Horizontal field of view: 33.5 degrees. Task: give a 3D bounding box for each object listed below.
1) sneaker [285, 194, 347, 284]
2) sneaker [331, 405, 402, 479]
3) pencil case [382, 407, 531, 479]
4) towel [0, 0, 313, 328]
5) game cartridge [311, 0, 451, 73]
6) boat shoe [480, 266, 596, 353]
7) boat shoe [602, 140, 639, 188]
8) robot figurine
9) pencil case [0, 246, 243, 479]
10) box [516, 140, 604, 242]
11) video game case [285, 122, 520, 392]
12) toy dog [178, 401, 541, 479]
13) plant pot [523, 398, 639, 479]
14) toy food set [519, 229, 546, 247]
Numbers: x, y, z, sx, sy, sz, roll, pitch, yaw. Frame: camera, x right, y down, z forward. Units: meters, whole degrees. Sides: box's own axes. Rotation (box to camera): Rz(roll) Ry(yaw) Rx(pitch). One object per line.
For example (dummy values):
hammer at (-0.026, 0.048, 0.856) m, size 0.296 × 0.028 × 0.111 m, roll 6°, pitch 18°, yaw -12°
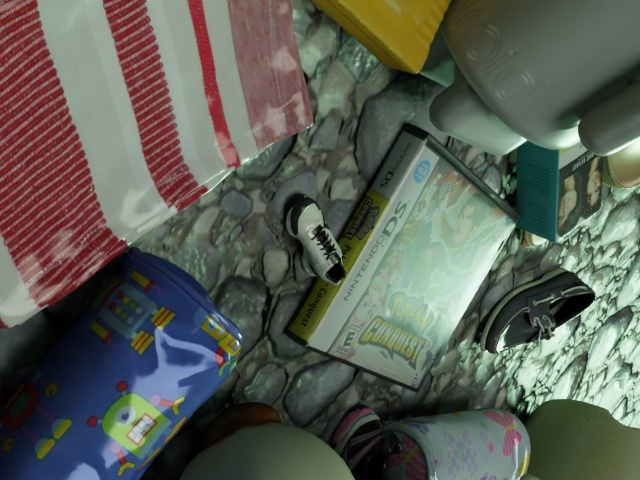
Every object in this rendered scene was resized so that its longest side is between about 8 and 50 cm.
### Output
sneaker at (0.000, 0.000, 1.013) m, size 0.040 × 0.043 × 0.109 m, roll -44°, pitch 140°, yaw -18°
sneaker at (0.032, 0.285, 1.228) m, size 0.072 × 0.077 × 0.178 m, roll 13°, pitch 105°, yaw -53°
pencil case at (0.161, 0.280, 1.349) m, size 0.273 × 0.113 × 0.124 m, roll 7°, pitch 74°, yaw -52°
towel at (-0.139, -0.106, 0.771) m, size 0.329 × 0.037 × 0.237 m, roll -38°, pitch 139°, yaw -28°
game cartridge at (0.068, -0.330, 0.821) m, size 0.285 × 0.052 × 0.324 m, roll 27°, pitch 84°, yaw -55°
boat shoe at (0.295, 0.100, 1.430) m, size 0.206 × 0.065 × 0.075 m, roll -28°, pitch 134°, yaw -37°
boat shoe at (0.379, -0.173, 1.271) m, size 0.121 × 0.110 × 0.341 m, roll -28°, pitch 138°, yaw -9°
robot figurine at (0.245, -0.217, 0.940) m, size 0.353 × 0.300 × 0.199 m, roll -37°, pitch 148°, yaw 32°
pencil case at (-0.183, 0.158, 0.828) m, size 0.133 × 0.119 × 0.306 m, roll 39°, pitch 82°, yaw -26°
box at (0.281, -0.127, 1.236) m, size 0.100 × 0.060 × 0.244 m, roll -32°, pitch 131°, yaw -33°
video game case at (0.102, 0.032, 1.169) m, size 0.248 × 0.035 × 0.275 m, roll -60°, pitch 145°, yaw 0°
toy dog at (0.017, 0.340, 1.041) m, size 0.395 × 0.285 × 0.408 m, roll -37°, pitch 126°, yaw 19°
plant pot at (0.347, 0.412, 1.538) m, size 0.305 × 0.333 × 0.334 m, roll -53°, pitch 146°, yaw -29°
toy food set at (0.282, -0.029, 1.361) m, size 0.083 × 0.020 × 0.083 m, roll -16°, pitch 127°, yaw -45°
